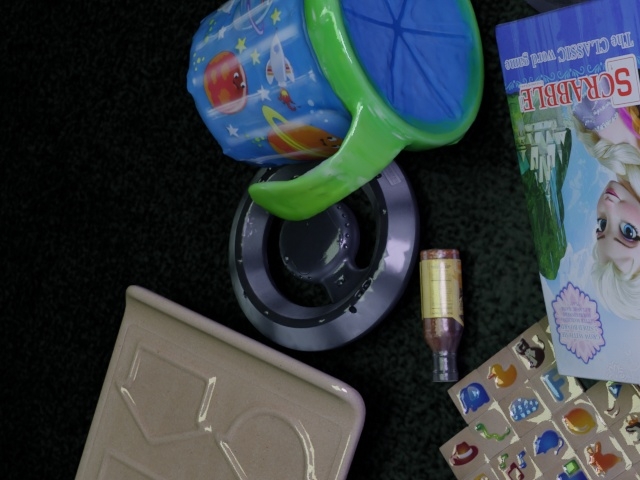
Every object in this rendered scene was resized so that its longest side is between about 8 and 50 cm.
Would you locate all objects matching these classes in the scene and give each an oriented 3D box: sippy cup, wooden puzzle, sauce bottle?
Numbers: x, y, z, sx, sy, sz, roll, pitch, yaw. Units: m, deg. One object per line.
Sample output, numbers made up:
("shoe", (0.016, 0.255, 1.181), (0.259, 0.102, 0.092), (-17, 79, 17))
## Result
("sippy cup", (0.002, -0.174, 1.309), (0.224, 0.305, 0.240), (-16, 104, 39))
("wooden puzzle", (-0.114, 0.255, 1.442), (0.322, 0.080, 0.348), (22, 103, 33))
("sauce bottle", (0.118, 0.072, 1.320), (0.042, 0.042, 0.128), (-3, 87, 33))

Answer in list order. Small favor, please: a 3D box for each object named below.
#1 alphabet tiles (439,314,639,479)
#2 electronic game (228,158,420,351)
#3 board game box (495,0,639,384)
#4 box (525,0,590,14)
("alphabet tiles", (0.225, 0.178, 1.262), (0.237, 0.009, 0.198), (-42, 66, 24))
("electronic game", (0.000, 0.000, 1.396), (0.229, 0.048, 0.229), (-9, 74, 33))
("board game box", (0.278, -0.041, 1.072), (0.318, 0.065, 0.318), (-3, 99, 63))
("box", (0.198, -0.408, 1.222), (0.395, 0.097, 0.318), (46, 127, 27))
